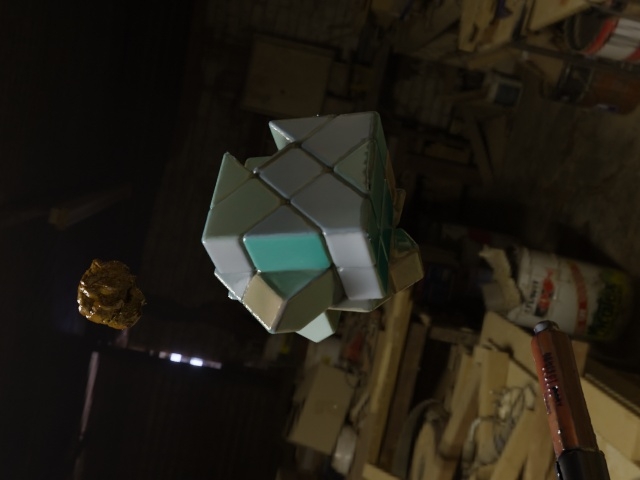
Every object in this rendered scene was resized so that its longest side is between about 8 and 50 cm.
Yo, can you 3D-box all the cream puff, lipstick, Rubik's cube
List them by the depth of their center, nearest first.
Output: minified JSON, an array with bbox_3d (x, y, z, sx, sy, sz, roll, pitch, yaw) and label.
[{"bbox_3d":[0.000,0.000,0.888,0.213,0.224,0.265,71,-158,-49],"label":"Rubik's cube"},{"bbox_3d":[0.393,0.300,1.212,0.418,0.077,0.077,-89,11,-45],"label":"lipstick"},{"bbox_3d":[-0.338,0.090,1.268,0.116,0.094,0.122,-57,-33,-71],"label":"cream puff"}]
